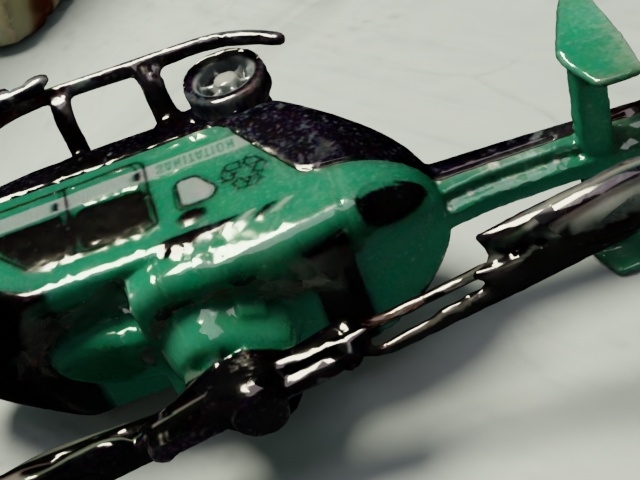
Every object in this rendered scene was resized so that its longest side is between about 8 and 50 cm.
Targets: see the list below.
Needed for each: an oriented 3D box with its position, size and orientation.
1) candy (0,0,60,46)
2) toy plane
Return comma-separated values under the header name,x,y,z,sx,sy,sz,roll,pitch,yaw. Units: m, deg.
name,x,y,z,sx,sy,sz,roll,pitch,yaw
candy,-0.305,-0.224,0.776,0.321,0.179,0.135,3,44,27
toy plane,0.000,0.000,0.446,0.382,0.106,0.155,-17,44,1
